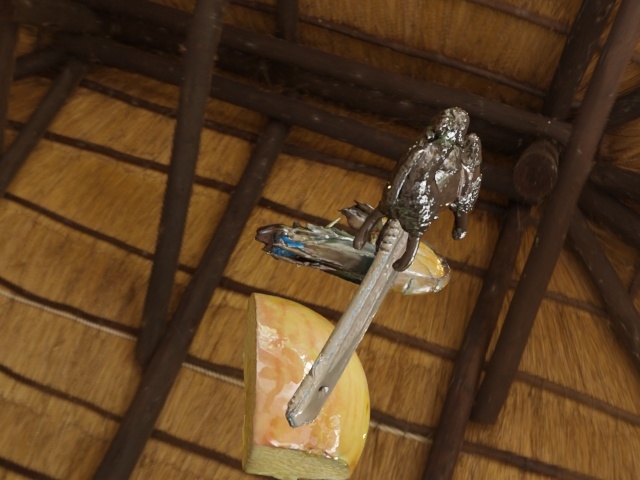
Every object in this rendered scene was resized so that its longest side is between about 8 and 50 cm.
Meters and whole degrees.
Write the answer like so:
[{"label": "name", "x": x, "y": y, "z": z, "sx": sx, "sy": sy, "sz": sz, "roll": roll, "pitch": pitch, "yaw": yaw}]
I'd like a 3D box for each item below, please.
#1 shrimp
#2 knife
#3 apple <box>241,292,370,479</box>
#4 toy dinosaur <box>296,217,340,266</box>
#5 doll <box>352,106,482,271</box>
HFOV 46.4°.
[{"label": "shrimp", "x": 0.041, "y": -0.003, "z": 1.058, "sx": 0.291, "sy": 0.222, "sz": 0.054, "roll": 10, "pitch": -63, "yaw": -18}, {"label": "knife", "x": 0.052, "y": 0.064, "z": 0.916, "sx": 0.043, "sy": 0.089, "sz": 0.365, "roll": 21, "pitch": -104, "yaw": 41}, {"label": "apple", "x": -0.048, "y": 0.251, "z": 1.322, "sx": 0.252, "sy": 0.314, "sz": 0.309, "roll": -18, "pitch": -126, "yaw": 33}, {"label": "toy dinosaur", "x": 0.001, "y": 0.001, "z": 1.182, "sx": 0.026, "sy": 0.041, "sz": 0.113, "roll": 47, "pitch": -109, "yaw": -19}, {"label": "doll", "x": 0.100, "y": -0.051, "z": 0.663, "sx": 0.057, "sy": 0.139, "sz": 0.165, "roll": 43, "pitch": -44, "yaw": 25}]
